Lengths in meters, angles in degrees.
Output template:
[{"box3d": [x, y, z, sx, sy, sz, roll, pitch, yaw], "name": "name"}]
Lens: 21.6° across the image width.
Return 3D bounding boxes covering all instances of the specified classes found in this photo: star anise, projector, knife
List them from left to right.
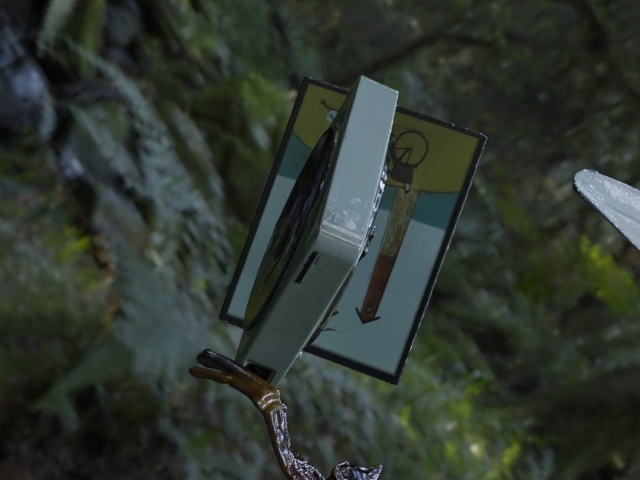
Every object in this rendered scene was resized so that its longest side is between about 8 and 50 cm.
[{"box3d": [-0.036, 0.259, 1.584, 0.148, 0.237, 0.346, 65, 3, -79], "name": "star anise"}, {"box3d": [0.000, 0.000, 1.712, 0.079, 0.257, 0.259, 23, 44, -9], "name": "projector"}, {"box3d": [0.336, 0.052, 1.374, 0.336, 0.081, 0.043, 52, -28, 19], "name": "knife"}]

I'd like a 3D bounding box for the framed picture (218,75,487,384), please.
[{"box3d": [0.038, -0.014, 2.053, 0.244, 0.324, 0.013, 19, -2, 14], "name": "framed picture"}]
